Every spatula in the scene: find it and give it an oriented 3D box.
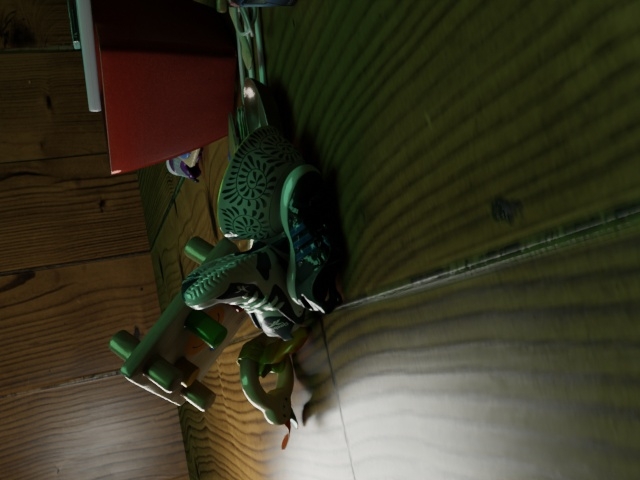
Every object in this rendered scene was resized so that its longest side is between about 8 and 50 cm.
[{"bbox_3d":[-0.122,-0.345,1.100,0.168,0.019,0.242,-155,59,-65],"label":"spatula"}]

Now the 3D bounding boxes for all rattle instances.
[{"bbox_3d":[-0.041,0.244,1.104,0.130,0.143,0.199,-32,-78,-75],"label":"rattle"}]

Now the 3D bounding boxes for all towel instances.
[{"bbox_3d":[-0.133,-0.143,1.171,0.113,0.023,0.152,106,158,-56],"label":"towel"}]

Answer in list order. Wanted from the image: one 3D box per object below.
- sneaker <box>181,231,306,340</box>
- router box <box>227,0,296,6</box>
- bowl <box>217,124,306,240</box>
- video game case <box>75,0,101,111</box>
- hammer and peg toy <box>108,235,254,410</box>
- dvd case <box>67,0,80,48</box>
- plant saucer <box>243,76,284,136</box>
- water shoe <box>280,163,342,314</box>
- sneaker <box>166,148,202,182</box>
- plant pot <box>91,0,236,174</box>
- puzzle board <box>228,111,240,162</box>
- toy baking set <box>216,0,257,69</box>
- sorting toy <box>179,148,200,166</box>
[{"bbox_3d":[-0.084,0.085,0.934,0.094,0.235,0.153,-12,101,30],"label":"sneaker"},{"bbox_3d":[-0.062,-0.335,0.840,0.122,0.092,0.038,167,94,-70],"label":"router box"},{"bbox_3d":[-0.061,-0.065,0.919,0.080,0.170,0.170,23,130,20],"label":"bowl"},{"bbox_3d":[-0.413,-0.367,1.174,0.193,0.023,0.212,-116,27,-45],"label":"video game case"},{"bbox_3d":[-0.161,0.103,1.108,0.127,0.361,0.266,31,164,18],"label":"hammer and peg toy"},{"bbox_3d":[-0.453,-0.417,1.218,0.087,0.013,0.119,-160,63,-70],"label":"dvd case"},{"bbox_3d":[-0.086,-0.171,1.037,0.168,0.029,0.168,166,90,-77],"label":"plant saucer"},{"bbox_3d":[0.000,0.000,0.875,0.080,0.073,0.203,23,126,41],"label":"water shoe"},{"bbox_3d":[-0.312,-0.252,1.599,0.098,0.083,0.223,27,126,31],"label":"sneaker"},{"bbox_3d":[-0.292,-0.313,1.245,0.267,0.236,0.267,100,155,-43],"label":"plant pot"},{"bbox_3d":[-0.153,-0.157,1.182,0.128,0.011,0.096,-108,19,-52],"label":"puzzle board"},{"bbox_3d":[-0.136,-0.408,1.037,0.197,0.030,0.256,-127,36,-52],"label":"toy baking set"},{"bbox_3d":[-0.330,-0.258,1.524,0.132,0.046,0.274,41,131,14],"label":"sorting toy"}]
